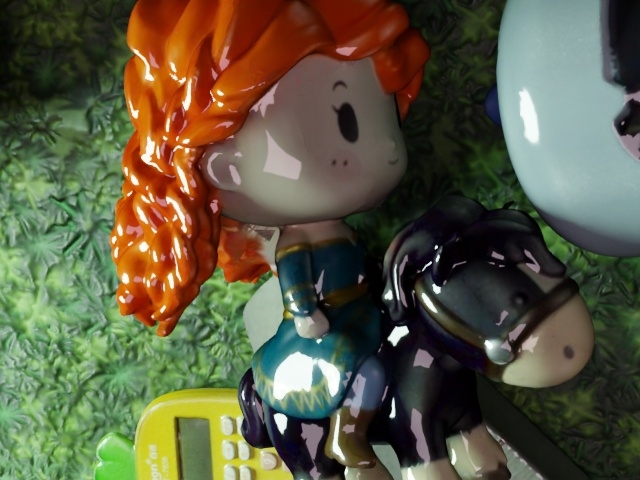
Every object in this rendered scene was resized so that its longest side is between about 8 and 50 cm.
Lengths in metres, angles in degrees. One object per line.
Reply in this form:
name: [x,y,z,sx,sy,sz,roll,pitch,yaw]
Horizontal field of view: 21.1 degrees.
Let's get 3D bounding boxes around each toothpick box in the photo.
toothpick box: [0.277,-0.103,1.134,0.355,0.263,0.263,-6,110,29]

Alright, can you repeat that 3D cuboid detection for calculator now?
calculator: [-0.076,0.190,1.439,0.235,0.032,0.146,2,111,9]

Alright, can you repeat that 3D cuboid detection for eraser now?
eraser: [0.088,0.154,1.369,0.352,0.077,0.111,44,110,-6]

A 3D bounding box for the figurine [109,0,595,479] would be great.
figurine: [0.008,0.006,1.195,0.411,0.241,0.306,53,135,15]
